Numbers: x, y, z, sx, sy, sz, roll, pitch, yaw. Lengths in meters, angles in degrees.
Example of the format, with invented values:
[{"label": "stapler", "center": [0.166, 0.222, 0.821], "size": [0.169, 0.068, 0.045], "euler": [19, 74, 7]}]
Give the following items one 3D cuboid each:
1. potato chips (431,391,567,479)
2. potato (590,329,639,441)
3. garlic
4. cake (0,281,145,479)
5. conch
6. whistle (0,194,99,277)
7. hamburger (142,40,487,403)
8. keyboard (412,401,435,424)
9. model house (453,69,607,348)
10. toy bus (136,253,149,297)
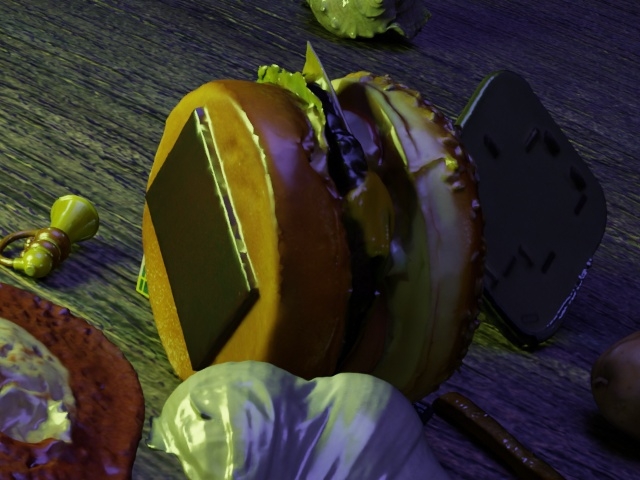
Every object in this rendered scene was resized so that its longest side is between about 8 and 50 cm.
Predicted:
[{"label": "potato chips", "center": [0.154, 0.175, 1.372], "size": [0.037, 0.026, 0.204], "euler": [-13, 35, -27]}, {"label": "potato", "center": [0.314, 0.126, 1.490], "size": [0.178, 0.109, 0.118], "euler": [11, 0, -28]}, {"label": "garlic", "center": [0.011, 0.159, 1.067], "size": [0.229, 0.143, 0.178], "euler": [53, -1, -7]}, {"label": "cake", "center": [-0.212, 0.143, 1.039], "size": [0.177, 0.151, 0.283], "euler": [27, 22, -5]}, {"label": "conch", "center": [0.058, -0.345, 2.424], "size": [0.178, 0.163, 0.245], "euler": [43, -6, -22]}, {"label": "whistle", "center": [-0.239, -0.003, 1.494], "size": [0.057, 0.046, 0.109], "euler": [34, 30, 4]}, {"label": "hamburger", "center": [0.000, 0.000, 1.348], "size": [0.225, 0.291, 0.291], "euler": [-6, 30, -26]}, {"label": "keyboard", "center": [0.031, 0.154, 1.353], "size": [0.063, 0.010, 0.198], "euler": [25, 24, 14]}, {"label": "model house", "center": [0.101, -0.023, 1.694], "size": [0.278, 0.218, 0.205], "euler": [-4, 44, 49]}, {"label": "toy bus", "center": [-0.118, 0.004, 1.480], "size": [0.058, 0.102, 0.052], "euler": [27, 25, 31]}]
